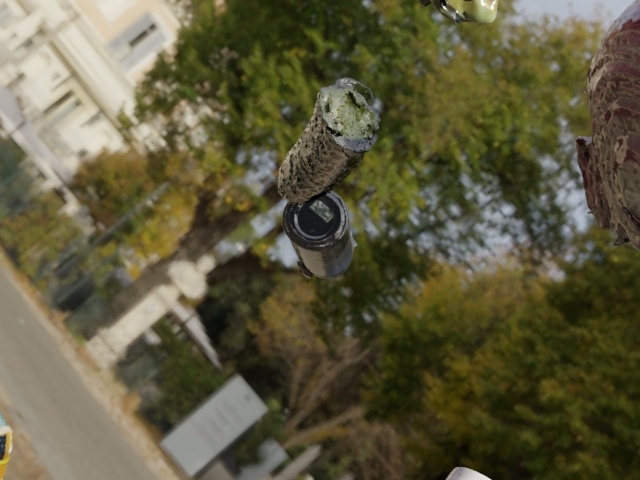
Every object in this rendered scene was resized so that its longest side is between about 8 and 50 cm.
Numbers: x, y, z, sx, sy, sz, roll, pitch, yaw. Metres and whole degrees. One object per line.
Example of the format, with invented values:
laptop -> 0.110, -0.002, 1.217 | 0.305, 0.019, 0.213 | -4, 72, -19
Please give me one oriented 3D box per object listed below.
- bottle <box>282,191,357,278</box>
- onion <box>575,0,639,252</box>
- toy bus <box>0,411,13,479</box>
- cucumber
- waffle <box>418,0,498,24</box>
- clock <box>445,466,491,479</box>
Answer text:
bottle -> 0.000, 0.000, 1.404 | 0.072, 0.082, 0.244 | 51, -3, 11
onion -> 0.319, -0.081, 0.817 | 0.272, 0.256, 0.230 | 11, -78, 47
toy bus -> -0.520, 0.198, 1.491 | 0.323, 0.162, 0.194 | 52, -45, 32
cucumber -> 0.005, -0.083, 1.139 | 0.067, 0.067, 0.245 | 49, -16, 3
waffle -> 0.042, -0.237, 0.727 | 0.223, 0.054, 0.204 | 63, 5, 34
clock -> 0.166, 0.257, 1.092 | 0.129, 0.041, 0.087 | 34, -25, 6
